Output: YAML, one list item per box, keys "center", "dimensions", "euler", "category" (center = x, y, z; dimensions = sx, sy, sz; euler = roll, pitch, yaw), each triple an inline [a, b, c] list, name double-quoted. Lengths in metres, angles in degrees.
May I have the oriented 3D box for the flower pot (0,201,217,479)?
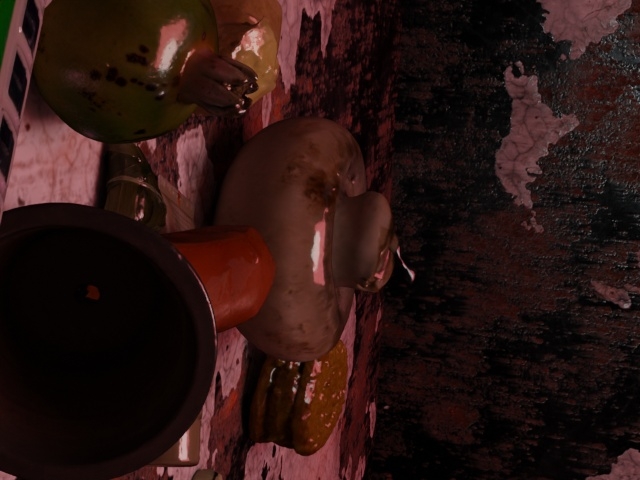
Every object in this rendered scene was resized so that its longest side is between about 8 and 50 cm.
- center: [-0.202, 0.067, 0.851]
  dimensions: [0.148, 0.235, 0.235]
  euler: [-109, -159, -74]
  category: "flower pot"

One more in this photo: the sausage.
- center: [-0.150, 0.050, 1.127]
  dimensions: [0.258, 0.133, 0.133]
  euler: [-13, 110, -55]
  category: "sausage"

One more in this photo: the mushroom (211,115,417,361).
- center: [0.000, 0.000, 1.488]
  dimensions: [0.362, 0.294, 0.362]
  euler: [4, 90, -78]
  category: "mushroom"

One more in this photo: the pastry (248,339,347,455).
- center: [-0.028, 0.257, 1.791]
  dimensions: [0.240, 0.132, 0.235]
  euler: [-38, 144, -71]
  category: "pastry"

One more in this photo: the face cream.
- center: [-0.181, 0.101, 1.240]
  dimensions: [0.137, 0.084, 0.341]
  euler: [51, 38, -71]
  category: "face cream"

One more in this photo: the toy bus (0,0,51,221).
- center: [-0.250, -0.113, 0.596]
  dimensions: [0.179, 0.143, 0.306]
  euler: [74, 19, -69]
  category: "toy bus"

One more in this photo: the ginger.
- center: [-0.112, -0.242, 1.234]
  dimensions: [0.138, 0.152, 0.267]
  euler: [46, 27, -40]
  category: "ginger"

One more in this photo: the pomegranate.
- center: [-0.153, -0.166, 0.912]
  dimensions: [0.180, 0.209, 0.180]
  euler: [-53, 155, -39]
  category: "pomegranate"

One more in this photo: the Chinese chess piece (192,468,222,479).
- center: [-0.169, 0.380, 1.501]
  dimensions: [0.084, 0.034, 0.084]
  euler: [7, 90, -78]
  category: "Chinese chess piece"

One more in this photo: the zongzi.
- center: [-0.201, -0.068, 1.114]
  dimensions: [0.109, 0.055, 0.119]
  euler: [39, 46, -78]
  category: "zongzi"
